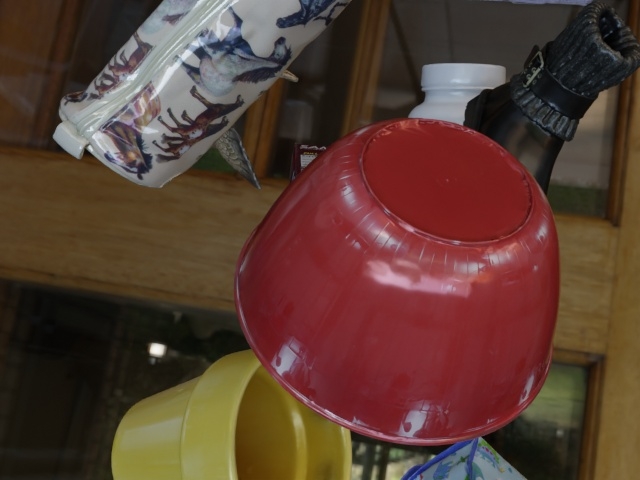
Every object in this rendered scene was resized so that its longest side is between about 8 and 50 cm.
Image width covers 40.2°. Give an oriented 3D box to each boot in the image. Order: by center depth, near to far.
[{"bbox_3d":[0.321,-0.162,1.204,0.131,0.348,0.260,34,132,-27],"label":"boot"}]

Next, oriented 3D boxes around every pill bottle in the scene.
[{"bbox_3d":[0.240,-0.132,1.508,0.188,0.333,0.188,2,-173,0],"label":"pill bottle"}]

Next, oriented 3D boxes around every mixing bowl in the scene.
[{"bbox_3d":[0.052,0.002,0.451,0.182,0.181,0.098,11,137,-6],"label":"mixing bowl"}]

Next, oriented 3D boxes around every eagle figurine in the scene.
[{"bbox_3d":[-0.186,-0.216,1.413,0.226,0.298,0.225,-5,136,19],"label":"eagle figurine"}]

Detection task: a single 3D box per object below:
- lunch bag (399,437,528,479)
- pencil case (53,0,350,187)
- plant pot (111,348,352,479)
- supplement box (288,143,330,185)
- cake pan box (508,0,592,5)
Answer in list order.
[{"bbox_3d":[0.135,0.275,0.830,0.129,0.096,0.151,41,120,-7],"label":"lunch bag"},{"bbox_3d":[-0.119,-0.233,1.000,0.160,0.410,0.183,53,-166,22],"label":"pencil case"},{"bbox_3d":[-0.125,0.271,1.110,0.239,0.254,0.254,-12,159,31],"label":"plant pot"},{"bbox_3d":[0.000,0.000,0.921,0.073,0.130,0.239,6,-154,-5],"label":"supplement box"},{"bbox_3d":[0.373,-0.475,1.368,0.267,0.070,0.245,-4,152,-21],"label":"cake pan box"}]
